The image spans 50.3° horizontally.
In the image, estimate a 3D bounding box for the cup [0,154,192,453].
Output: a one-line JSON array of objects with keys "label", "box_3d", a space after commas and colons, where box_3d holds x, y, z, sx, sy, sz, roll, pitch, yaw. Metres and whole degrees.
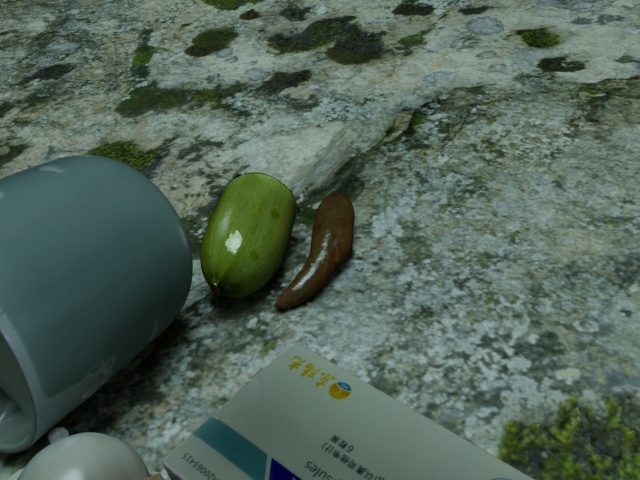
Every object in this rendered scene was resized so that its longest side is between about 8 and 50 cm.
[{"label": "cup", "box_3d": [-0.341, 0.065, 0.805, 0.357, 0.259, 0.274, -24, 11, 41]}]

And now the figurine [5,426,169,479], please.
[{"label": "figurine", "box_3d": [-0.199, 0.261, 0.612, 0.163, 0.141, 0.237, -4, 24, -46]}]

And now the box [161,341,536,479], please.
[{"label": "box", "box_3d": [0.040, 0.241, 0.632, 0.344, 0.065, 0.200, 24, 47, 34]}]

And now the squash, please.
[{"label": "squash", "box_3d": [-0.106, 0.001, 0.925, 0.123, 0.123, 0.186, 2, 38, 12]}]

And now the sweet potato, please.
[{"label": "sweet potato", "box_3d": [0.009, 0.001, 0.958, 0.078, 0.058, 0.255, -8, 37, 27]}]
